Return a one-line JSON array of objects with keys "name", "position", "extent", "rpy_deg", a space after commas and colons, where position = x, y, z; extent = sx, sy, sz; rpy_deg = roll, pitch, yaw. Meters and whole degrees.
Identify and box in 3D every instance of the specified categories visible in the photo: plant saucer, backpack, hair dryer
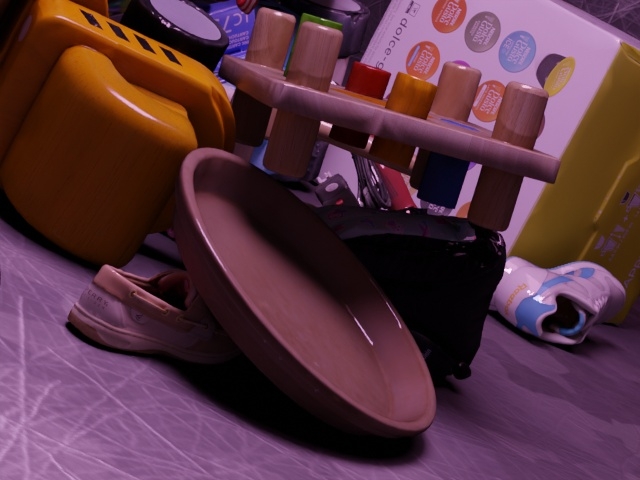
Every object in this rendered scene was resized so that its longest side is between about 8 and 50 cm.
[{"name": "plant saucer", "position": [-0.017, 0.045, 1.340], "extent": [0.278, 0.041, 0.278], "rpy_deg": [44, 17, -17]}, {"name": "backpack", "position": [0.058, 0.037, 1.546], "extent": [0.182, 0.152, 0.115], "rpy_deg": [8, 13, -23]}, {"name": "hair dryer", "position": [0.093, -0.044, 1.871], "extent": [0.293, 0.080, 0.223], "rpy_deg": [49, 29, -38]}]

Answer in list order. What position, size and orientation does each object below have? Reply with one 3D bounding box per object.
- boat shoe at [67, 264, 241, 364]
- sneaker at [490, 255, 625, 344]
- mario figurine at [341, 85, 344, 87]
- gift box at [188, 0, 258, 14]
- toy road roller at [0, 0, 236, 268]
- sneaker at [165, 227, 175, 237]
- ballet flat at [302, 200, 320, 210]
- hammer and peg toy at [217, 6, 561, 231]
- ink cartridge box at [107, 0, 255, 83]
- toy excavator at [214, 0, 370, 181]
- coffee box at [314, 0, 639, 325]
[{"name": "boat shoe", "position": [-0.107, 0.050, 1.277], "extent": [0.063, 0.059, 0.170], "rpy_deg": [34, 14, 33]}, {"name": "sneaker", "position": [0.280, 0.077, 1.990], "extent": [0.229, 0.087, 0.092], "rpy_deg": [3, 32, -47]}, {"name": "mario figurine", "position": [-0.081, -0.272, 2.477], "extent": [0.198, 0.170, 0.320], "rpy_deg": [-8, -22, 37]}, {"name": "gift box", "position": [-0.165, -0.356, 1.642], "extent": [0.258, 0.255, 0.276], "rpy_deg": [7, 9, -11]}, {"name": "toy road roller", "position": [-0.225, -0.117, 1.434], "extent": [0.329, 0.202, 0.240], "rpy_deg": [23, 22, -24]}, {"name": "sneaker", "position": [-0.106, -0.018, 1.595], "extent": [0.119, 0.057, 0.047], "rpy_deg": [32, 11, 19]}, {"name": "ballet flat", "position": [0.000, 0.000, 1.675], "extent": [0.086, 0.086, 0.248], "rpy_deg": [34, 6, 32]}, {"name": "hammer and peg toy", "position": [0.046, -0.118, 1.559], "extent": [0.266, 0.127, 0.361], "rpy_deg": [14, 7, -14]}, {"name": "ink cartridge box", "position": [-0.198, -0.230, 1.814], "extent": [0.186, 0.065, 0.311], "rpy_deg": [-20, 37, -28]}, {"name": "toy excavator", "position": [-0.133, -0.170, 1.955], "extent": [0.445, 0.222, 0.433], "rpy_deg": [-7, 34, -46]}, {"name": "coffee box", "position": [0.260, -0.129, 2.190], "extent": [0.334, 0.337, 0.338], "rpy_deg": [36, 14, 37]}]
